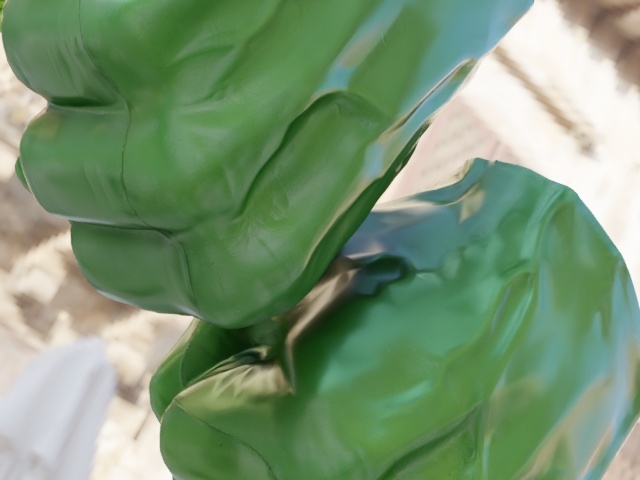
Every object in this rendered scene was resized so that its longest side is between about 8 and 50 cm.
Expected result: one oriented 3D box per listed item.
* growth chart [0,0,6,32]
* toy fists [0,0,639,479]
[{"bbox_3d":[-0.259,-0.239,1.267,0.172,0.237,0.021,-10,4,13],"label":"growth chart"},{"bbox_3d":[0.000,0.000,0.533,0.096,0.142,0.279,6,-49,37],"label":"toy fists"}]
